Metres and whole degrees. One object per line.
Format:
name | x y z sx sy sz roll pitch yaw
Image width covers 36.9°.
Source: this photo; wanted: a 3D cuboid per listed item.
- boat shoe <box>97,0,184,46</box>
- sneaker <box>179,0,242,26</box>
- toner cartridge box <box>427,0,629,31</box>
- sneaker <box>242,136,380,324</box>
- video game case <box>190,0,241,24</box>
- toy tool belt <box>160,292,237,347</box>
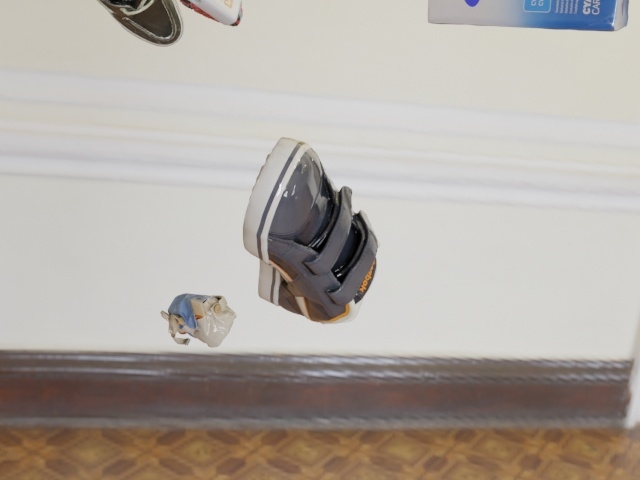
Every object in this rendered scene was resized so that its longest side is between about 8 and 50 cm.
boat shoe | -0.243 -0.309 1.183 0.219 0.078 0.070 43 11 -44
sneaker | -0.147 -0.425 1.500 0.104 0.125 0.262 24 -11 -7
toner cartridge box | 0.184 -0.354 0.791 0.165 0.347 0.075 8 19 24
sneaker | 0.000 0.000 1.020 0.128 0.126 0.321 22 -18 10
video game case | -0.139 -0.360 1.017 0.023 0.201 0.183 -7 -25 42
toy tool belt | -0.121 0.067 0.887 0.083 0.052 0.051 -3 -36 46
